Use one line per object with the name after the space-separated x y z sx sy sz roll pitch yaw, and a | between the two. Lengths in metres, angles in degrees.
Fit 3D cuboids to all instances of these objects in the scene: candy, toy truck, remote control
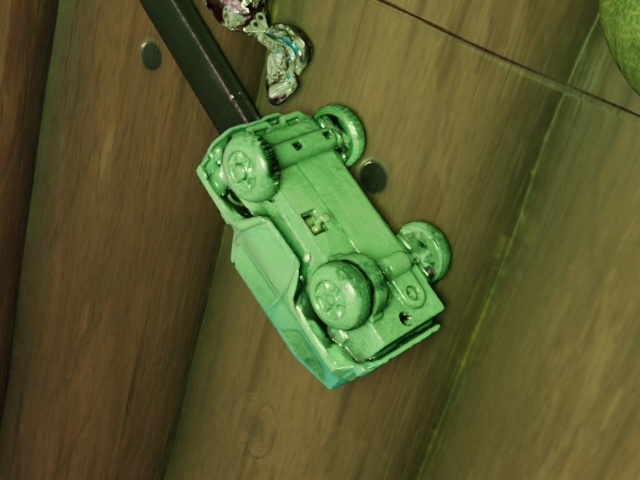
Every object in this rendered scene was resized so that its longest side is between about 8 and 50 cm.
-0.091 -0.244 1.056 0.226 0.051 0.094 55 134 13 | candy
0.000 0.000 0.997 0.279 0.155 0.156 55 137 10 | toy truck
-0.126 -0.186 1.115 0.063 0.025 0.245 -39 80 42 | remote control

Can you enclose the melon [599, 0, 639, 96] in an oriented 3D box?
0.317 -0.194 0.637 0.237 0.237 0.302 51 132 14 | melon
